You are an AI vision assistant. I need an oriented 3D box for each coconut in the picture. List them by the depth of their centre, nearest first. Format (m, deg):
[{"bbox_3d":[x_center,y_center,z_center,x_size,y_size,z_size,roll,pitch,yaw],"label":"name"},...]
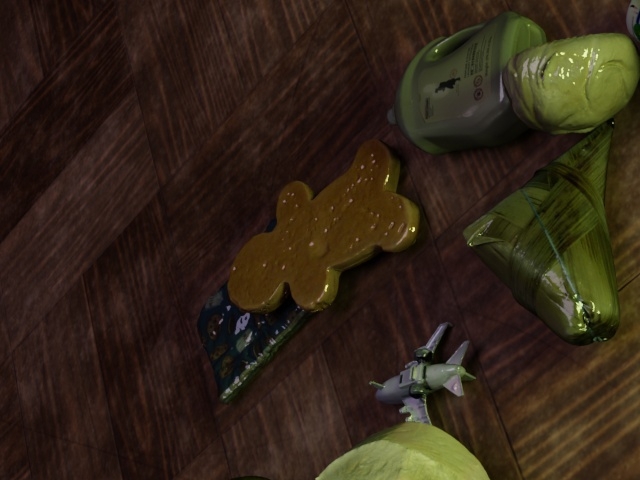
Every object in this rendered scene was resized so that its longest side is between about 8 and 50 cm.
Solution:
[{"bbox_3d":[0.100,0.345,1.876,0.239,0.244,0.239,1,92,15],"label":"coconut"}]

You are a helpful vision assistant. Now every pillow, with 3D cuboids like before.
[{"bbox_3d":[-0.100,0.105,2.366,0.255,0.034,0.189,-50,41,28],"label":"pillow"}]

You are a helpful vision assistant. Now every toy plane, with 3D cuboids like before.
[{"bbox_3d":[0.129,0.184,2.031,0.171,0.065,0.162,-18,51,41],"label":"toy plane"}]

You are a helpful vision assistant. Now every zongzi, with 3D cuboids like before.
[{"bbox_3d":[0.322,-0.008,1.853,0.242,0.112,0.221,-40,54,-1],"label":"zongzi"}]

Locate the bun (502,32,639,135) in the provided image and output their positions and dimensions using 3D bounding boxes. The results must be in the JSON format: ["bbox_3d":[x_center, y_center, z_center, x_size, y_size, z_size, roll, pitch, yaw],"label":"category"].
[{"bbox_3d":[0.301,-0.183,1.878,0.166,0.173,0.113,168,91,-68],"label":"bun"}]

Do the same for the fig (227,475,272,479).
[{"bbox_3d":[-0.125,0.421,2.224,0.236,0.124,0.124,-53,40,45],"label":"fig"}]

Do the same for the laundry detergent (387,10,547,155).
[{"bbox_3d":[0.184,-0.200,2.084,0.253,0.091,0.181,-16,63,47],"label":"laundry detergent"}]

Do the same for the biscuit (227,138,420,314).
[{"bbox_3d":[0.000,0.000,2.247,0.340,0.047,0.216,-37,49,26],"label":"biscuit"}]

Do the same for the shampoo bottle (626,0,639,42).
[{"bbox_3d":[0.463,-0.198,1.742,0.092,0.092,0.303,-59,39,17],"label":"shampoo bottle"}]
